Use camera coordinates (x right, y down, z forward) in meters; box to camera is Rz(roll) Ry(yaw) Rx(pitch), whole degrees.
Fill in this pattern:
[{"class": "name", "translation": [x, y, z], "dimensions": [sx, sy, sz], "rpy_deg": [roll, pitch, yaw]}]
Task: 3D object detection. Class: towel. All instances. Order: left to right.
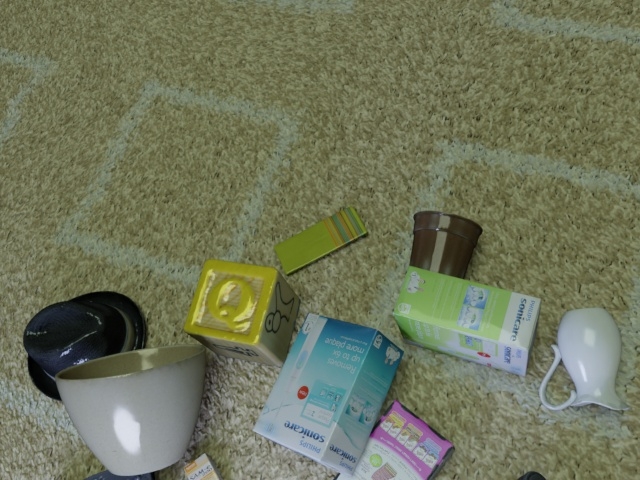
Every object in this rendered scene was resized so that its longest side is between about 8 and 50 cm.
[{"class": "towel", "translation": [0.000, 0.000, 1.726], "dimensions": [0.237, 0.021, 0.102], "rpy_deg": [-28, 55, 2]}]

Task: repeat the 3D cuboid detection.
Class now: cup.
[{"class": "cup", "translation": [-0.407, 0.386, 1.503], "dimensions": [0.331, 0.331, 0.237], "rpy_deg": [-9, 90, 11]}]

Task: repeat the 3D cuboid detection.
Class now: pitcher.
[{"class": "pitcher", "translation": [0.545, 0.254, 1.403], "dimensions": [0.178, 0.125, 0.207], "rpy_deg": [-10, 73, 27]}]

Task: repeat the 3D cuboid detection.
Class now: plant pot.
[{"class": "plant pot", "translation": [0.281, 0.036, 1.559], "dimensions": [0.167, 0.167, 0.165], "rpy_deg": [11, 76, 20]}]

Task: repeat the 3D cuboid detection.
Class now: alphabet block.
[{"class": "alphabet block", "translation": [-0.180, 0.175, 1.584], "dimensions": [0.193, 0.197, 0.192], "rpy_deg": [5, 65, 18]}]

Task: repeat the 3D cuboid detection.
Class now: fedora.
[{"class": "fedora", "translation": [-0.627, 0.249, 1.694], "dimensions": [0.334, 0.152, 0.334], "rpy_deg": [-6, 63, 12]}]

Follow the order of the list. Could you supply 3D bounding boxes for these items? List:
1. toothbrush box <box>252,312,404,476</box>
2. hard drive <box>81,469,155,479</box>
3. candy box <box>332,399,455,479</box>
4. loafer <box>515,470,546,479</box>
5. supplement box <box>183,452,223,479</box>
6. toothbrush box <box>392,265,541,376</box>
[{"class": "toothbrush box", "translation": [0.018, 0.330, 1.456], "dimensions": [0.216, 0.126, 0.295], "rpy_deg": [9, 66, 45]}, {"class": "hard drive", "translation": [-0.490, 0.623, 1.528], "dimensions": [0.255, 0.054, 0.172], "rpy_deg": [-22, 61, 2]}, {"class": "candy box", "translation": [0.154, 0.483, 1.413], "dimensions": [0.159, 0.071, 0.233], "rpy_deg": [35, 77, 27]}, {"class": "loafer", "translation": [0.420, 0.605, 1.268], "dimensions": [0.095, 0.109, 0.302], "rpy_deg": [-43, 47, 44]}, {"class": "supplement box", "translation": [-0.260, 0.546, 1.514], "dimensions": [0.062, 0.036, 0.098], "rpy_deg": [-36, 60, -5]}, {"class": "toothbrush box", "translation": [0.319, 0.177, 1.443], "dimensions": [0.283, 0.206, 0.122], "rpy_deg": [13, 68, 20]}]
